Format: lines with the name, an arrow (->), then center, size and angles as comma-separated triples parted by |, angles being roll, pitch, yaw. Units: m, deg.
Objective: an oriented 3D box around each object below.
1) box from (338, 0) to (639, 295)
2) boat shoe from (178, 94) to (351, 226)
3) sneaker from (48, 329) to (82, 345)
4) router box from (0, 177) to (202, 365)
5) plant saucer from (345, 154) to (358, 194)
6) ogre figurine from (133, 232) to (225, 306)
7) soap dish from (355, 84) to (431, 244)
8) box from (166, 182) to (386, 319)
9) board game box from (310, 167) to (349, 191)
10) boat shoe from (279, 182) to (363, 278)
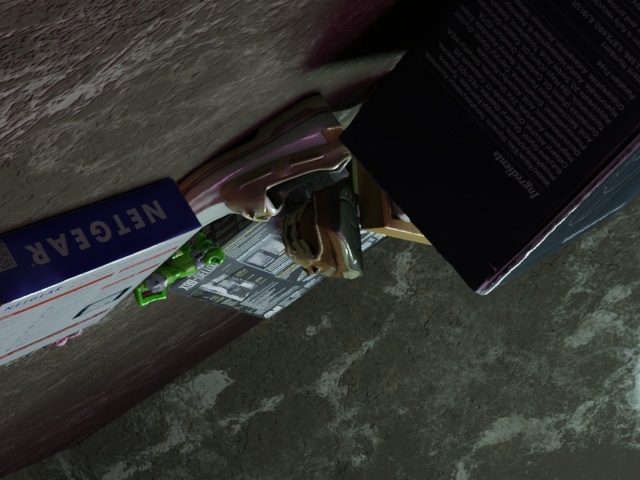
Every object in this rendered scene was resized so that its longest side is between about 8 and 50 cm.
box -> 0.360, -0.230, 1.507 | 0.480, 0.297, 0.471 | -23, 156, -54
boat shoe -> -0.096, -0.077, 1.613 | 0.302, 0.103, 0.113 | -34, 173, 17
sneaker -> -0.442, 0.150, 1.944 | 0.057, 0.047, 0.119 | -10, 159, -42
router box -> -0.361, 0.064, 1.512 | 0.335, 0.082, 0.301 | -24, 169, -49
plant saucer -> 0.028, -0.073, 2.100 | 0.045, 0.188, 0.188 | 33, 126, -32
ogre figurine -> -0.233, 0.034, 1.710 | 0.118, 0.197, 0.096 | -32, 131, -30
soap dish -> 0.180, -0.098, 1.797 | 0.291, 0.228, 0.118 | 11, 157, -38
box -> -0.081, 0.010, 1.966 | 0.242, 0.076, 0.307 | 20, 134, -42
board game box -> -0.003, -0.117, 1.746 | 0.026, 0.103, 0.154 | -31, 172, -11
boat shoe -> 0.000, 0.000, 1.753 | 0.120, 0.122, 0.324 | -4, 165, 4
